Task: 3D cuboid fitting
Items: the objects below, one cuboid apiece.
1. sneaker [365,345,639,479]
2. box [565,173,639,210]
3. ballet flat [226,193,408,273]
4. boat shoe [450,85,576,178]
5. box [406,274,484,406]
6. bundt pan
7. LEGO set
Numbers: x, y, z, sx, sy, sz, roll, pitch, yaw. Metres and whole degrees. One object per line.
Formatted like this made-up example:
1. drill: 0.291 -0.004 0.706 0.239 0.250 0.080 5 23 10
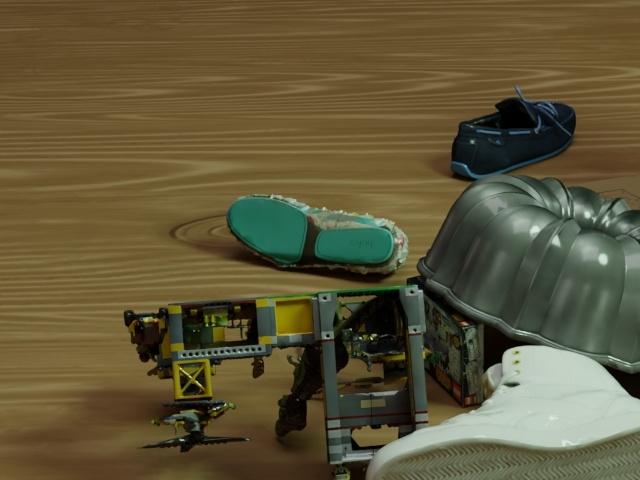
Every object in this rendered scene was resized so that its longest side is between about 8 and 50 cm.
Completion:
1. sneaker: 0.156 0.175 1.549 0.292 0.108 0.169 -4 25 -19
2. box: 0.402 -0.035 2.249 0.164 0.021 0.201 -9 24 -18
3. ballet flat: 0.000 0.000 2.136 0.241 0.091 0.077 14 -3 23
4. boat shoe: 0.285 -0.160 2.454 0.109 0.089 0.258 15 28 32
5. box: 0.131 0.105 1.844 0.027 0.094 0.137 -12 25 -19
6. bundt pan: 0.277 0.021 1.874 0.330 0.124 0.331 15 17 -5
7. LEGO set: -0.024 0.155 1.707 0.331 0.192 0.255 -3 -6 -12
